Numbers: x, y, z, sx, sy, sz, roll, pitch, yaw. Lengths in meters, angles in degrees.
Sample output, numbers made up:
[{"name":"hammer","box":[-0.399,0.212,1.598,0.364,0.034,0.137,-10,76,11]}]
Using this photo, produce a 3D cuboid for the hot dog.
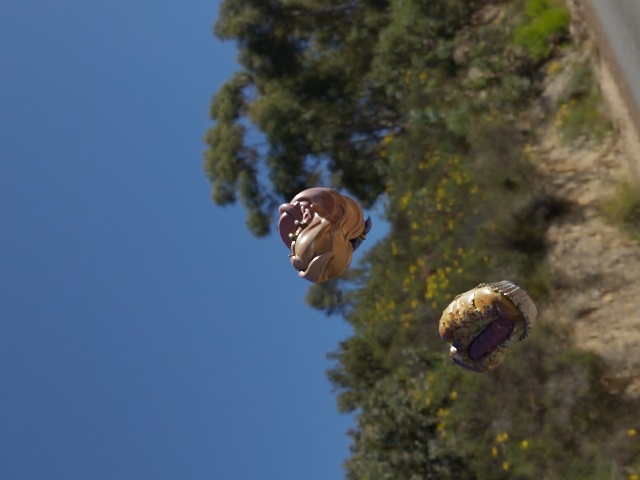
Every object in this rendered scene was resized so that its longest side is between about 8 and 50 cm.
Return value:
[{"name":"hot dog","box":[0.265,0.136,1.526,0.131,0.069,0.253,47,153,7]}]

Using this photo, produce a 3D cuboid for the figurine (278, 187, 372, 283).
[{"name":"figurine","box":[0.001,-0.010,1.255,0.157,0.126,0.114,-54,-32,-76]}]
